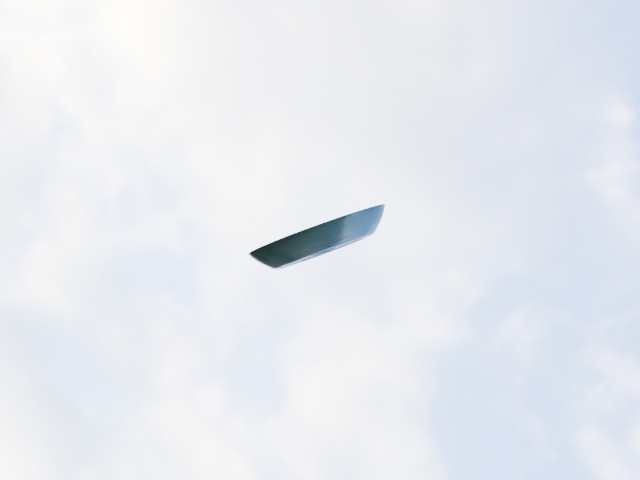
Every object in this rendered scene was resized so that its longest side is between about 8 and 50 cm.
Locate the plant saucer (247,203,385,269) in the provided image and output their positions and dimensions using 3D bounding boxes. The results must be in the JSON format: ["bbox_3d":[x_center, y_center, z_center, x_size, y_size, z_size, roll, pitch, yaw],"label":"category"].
[{"bbox_3d":[0.000,0.000,1.598,0.119,0.119,0.021,-22,-94,45],"label":"plant saucer"}]
